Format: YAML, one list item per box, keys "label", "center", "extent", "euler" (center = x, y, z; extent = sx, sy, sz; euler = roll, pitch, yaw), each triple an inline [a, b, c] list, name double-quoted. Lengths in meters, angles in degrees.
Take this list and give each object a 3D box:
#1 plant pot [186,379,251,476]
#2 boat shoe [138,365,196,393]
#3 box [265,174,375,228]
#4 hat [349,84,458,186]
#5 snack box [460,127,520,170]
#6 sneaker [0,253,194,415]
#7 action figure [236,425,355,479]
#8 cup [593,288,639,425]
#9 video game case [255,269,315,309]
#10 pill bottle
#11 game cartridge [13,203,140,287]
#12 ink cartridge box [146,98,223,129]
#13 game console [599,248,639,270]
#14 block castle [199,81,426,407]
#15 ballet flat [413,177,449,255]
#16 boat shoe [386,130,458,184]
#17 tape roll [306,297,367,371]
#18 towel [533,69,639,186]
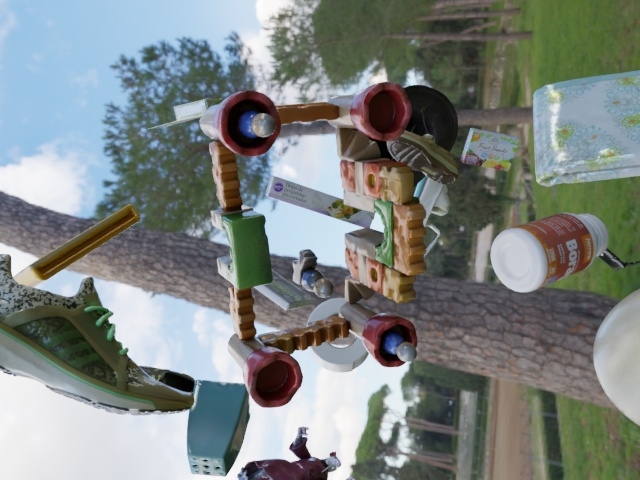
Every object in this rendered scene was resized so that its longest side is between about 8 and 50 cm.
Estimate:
- label: "plant pot"
  center: [-0.311, 0.566, 1.682]
  extent: [0.234, 0.165, 0.165]
  euler: [-82, -4, -50]
- label: "boat shoe"
  center: [-0.547, 0.480, 1.903]
  extent: [0.305, 0.091, 0.109]
  euler: [24, -117, -49]
- label: "box"
  center: [0.002, -0.110, 1.656]
  extent: [0.067, 0.324, 0.063]
  euler: [-148, 76, -76]
- label: "hat"
  center: [0.180, -0.275, 1.435]
  extent: [0.134, 0.331, 0.331]
  euler: [57, 166, 41]
- label: "snack box"
  center: [0.493, -0.264, 1.646]
  extent: [0.037, 0.141, 0.100]
  euler: [-89, 9, -61]
- label: "sneaker"
  center: [-0.367, 0.148, 0.877]
  extent: [0.158, 0.410, 0.182]
  euler: [-25, 39, 59]
- label: "action figure"
  center: [-0.063, 0.761, 1.783]
  extent: [0.370, 0.248, 0.275]
  euler: [7, -55, -48]
- label: "cup"
  center: [0.725, 0.200, 1.106]
  extent: [0.237, 0.331, 0.331]
  euler: [60, -142, -53]
- label: "video game case"
  center: [-0.121, 0.114, 1.461]
  extent: [0.022, 0.190, 0.173]
  euler: [-60, -19, 9]
- label: "pill bottle"
  center: [0.439, 0.014, 1.069]
  extent: [0.216, 0.121, 0.121]
  euler: [-15, -64, -29]
- label: "game cartridge"
  center: [-0.616, 0.041, 1.366]
  extent: [0.052, 0.324, 0.285]
  euler: [56, -134, -10]
- label: "ink cartridge box"
  center: [-0.465, -0.438, 1.954]
  extent: [0.171, 0.235, 0.056]
  euler: [-56, -45, -72]
- label: "game console"
  center: [0.816, 0.041, 1.526]
  extent: [0.071, 0.107, 0.122]
  euler: [-45, -17, 6]
- label: "block castle"
  center: [0.000, 0.000, 0.862]
  extent: [0.213, 0.303, 0.453]
  euler: [23, 121, 61]
- label: "ballet flat"
  center: [0.324, -0.073, 1.762]
  extent: [0.400, 0.139, 0.139]
  euler: [-65, -19, -8]
- label: "boat shoe"
  center: [0.201, -0.178, 1.113]
  extent: [0.190, 0.068, 0.072]
  euler: [26, -117, -38]
- label: "tape roll"
  center: [0.072, 0.350, 2.081]
  extent: [0.169, 0.246, 0.246]
  euler: [87, -167, -68]
- label: "towel"
  center: [0.758, -0.304, 1.485]
  extent: [0.090, 0.374, 0.320]
  euler: [55, -142, -46]
